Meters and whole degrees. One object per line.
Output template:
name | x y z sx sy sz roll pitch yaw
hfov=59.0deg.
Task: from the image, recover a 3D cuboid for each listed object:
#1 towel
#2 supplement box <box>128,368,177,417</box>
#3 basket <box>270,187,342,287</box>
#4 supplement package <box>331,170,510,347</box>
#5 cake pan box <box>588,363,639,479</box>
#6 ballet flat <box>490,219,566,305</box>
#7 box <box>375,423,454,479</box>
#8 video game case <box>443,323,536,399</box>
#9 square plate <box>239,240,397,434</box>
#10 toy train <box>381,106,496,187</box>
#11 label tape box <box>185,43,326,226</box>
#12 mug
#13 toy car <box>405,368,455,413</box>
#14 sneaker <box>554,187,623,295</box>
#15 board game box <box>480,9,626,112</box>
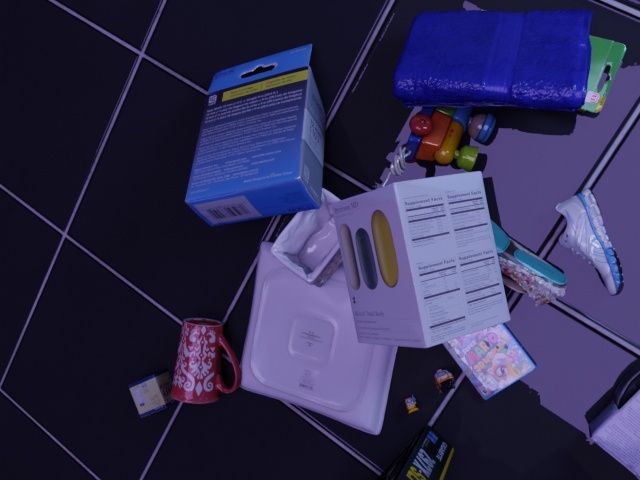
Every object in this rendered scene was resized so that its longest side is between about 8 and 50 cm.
towel | 0.293 -0.305 0.965 0.308 0.076 0.228 9 56 19
supplement box | -0.397 0.364 1.348 0.083 0.056 0.083 -26 84 20
basket | 0.000 0.000 1.127 0.113 0.103 0.167 37 86 20
supplement package | 0.171 0.034 0.998 0.199 0.198 0.263 -13 88 60
cake pan box | 0.635 0.323 0.950 0.266 0.070 0.246 39 103 14
ballet flat | 0.335 0.035 1.042 0.241 0.091 0.077 41 132 18
box | 0.112 0.496 1.023 0.079 0.322 0.257 40 105 16
video game case | 0.315 0.207 1.092 0.119 0.015 0.166 -39 79 19
square plate | -0.009 0.204 1.197 0.347 0.049 0.344 13 97 20
toy train | 0.216 -0.160 1.013 0.143 0.105 0.248 23 63 6
label tape box | -0.120 -0.216 1.161 0.249 0.115 0.348 -9 57 21
mug | -0.255 0.268 1.275 0.150 0.113 0.170 6 91 -13
toy car | 0.210 0.292 1.117 0.122 0.060 0.041 -33 50 13
sneaker | 0.471 0.010 0.999 0.082 0.071 0.191 -22 77 27
board game box | 0.393 -0.322 1.019 0.259 0.039 0.124 23 100 21
